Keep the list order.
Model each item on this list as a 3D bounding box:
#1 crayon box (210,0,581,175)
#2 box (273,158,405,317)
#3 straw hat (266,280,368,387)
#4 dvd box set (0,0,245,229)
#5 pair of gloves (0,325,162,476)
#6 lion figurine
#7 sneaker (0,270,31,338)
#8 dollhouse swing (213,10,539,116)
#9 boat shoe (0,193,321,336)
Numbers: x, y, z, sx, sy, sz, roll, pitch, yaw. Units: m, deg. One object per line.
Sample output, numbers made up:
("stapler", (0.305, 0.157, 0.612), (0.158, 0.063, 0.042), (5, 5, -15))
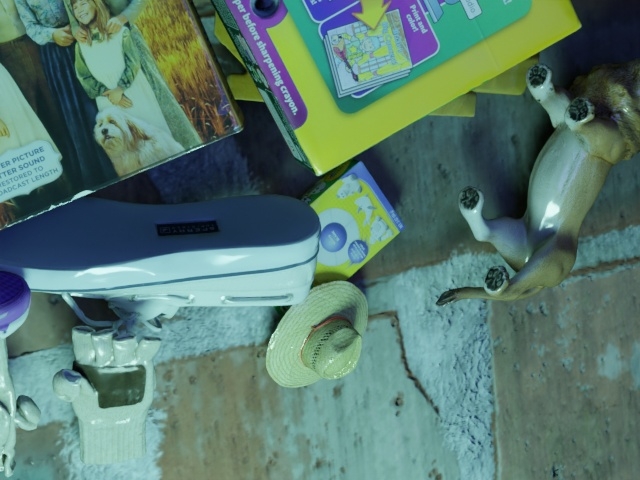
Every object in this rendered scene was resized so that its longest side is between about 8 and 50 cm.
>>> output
("crayon box", (0.040, -0.299, 1.671), (0.313, 0.106, 0.363), (-30, 109, -7))
("box", (0.000, 0.000, 1.936), (0.179, 0.043, 0.105), (-41, 113, -13))
("straw hat", (0.013, 0.123, 1.923), (0.144, 0.061, 0.144), (-20, 128, -28))
("dvd box set", (-0.293, -0.246, 1.664), (0.307, 0.062, 0.420), (-21, 103, 3))
("pair of gloves", (-0.287, 0.170, 1.756), (0.240, 0.042, 0.204), (-1, 129, -17))
("lion figurine", (0.294, -0.063, 2.029), (0.392, 0.142, 0.240), (-56, 146, 7))
("sneaker", (-0.393, 0.036, 1.635), (0.236, 0.095, 0.104), (6, 124, -21))
("dollhouse swing", (0.082, -0.323, 1.921), (0.315, 0.305, 0.347), (6, 97, 15))
("boat shoe", (-0.184, 0.042, 1.804), (0.367, 0.136, 0.156), (-5, 127, -12))
